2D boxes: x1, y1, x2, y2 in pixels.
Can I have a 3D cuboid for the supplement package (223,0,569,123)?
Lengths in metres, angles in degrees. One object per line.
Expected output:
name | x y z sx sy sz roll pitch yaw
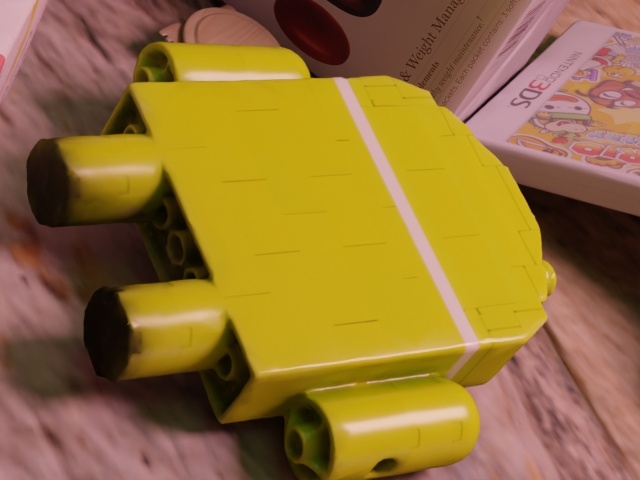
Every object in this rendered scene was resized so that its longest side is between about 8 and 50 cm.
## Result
supplement package | 0.054 -0.198 1.037 0.203 0.194 0.149 39 37 7

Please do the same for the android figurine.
android figurine | 0.000 0.000 0.878 0.273 0.056 0.248 -6 57 -37

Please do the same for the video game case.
video game case | 0.220 -0.065 1.074 0.227 0.026 0.206 17 32 22

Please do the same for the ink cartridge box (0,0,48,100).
ink cartridge box | -0.170 -0.087 0.820 0.067 0.115 0.198 25 39 -9

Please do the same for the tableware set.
tableware set | -0.025 -0.052 0.964 0.168 0.020 0.141 36 42 -2
